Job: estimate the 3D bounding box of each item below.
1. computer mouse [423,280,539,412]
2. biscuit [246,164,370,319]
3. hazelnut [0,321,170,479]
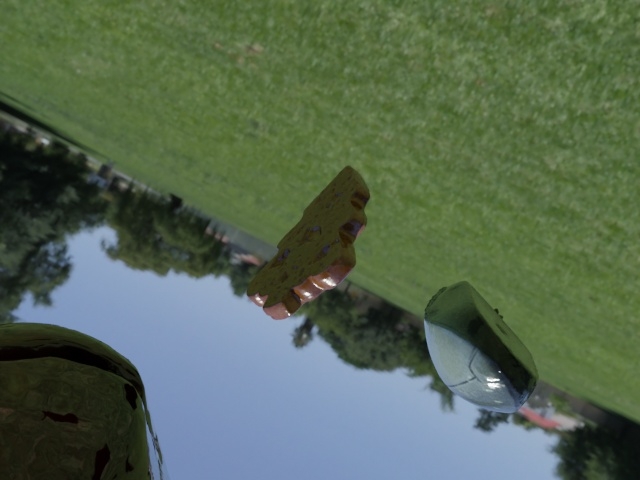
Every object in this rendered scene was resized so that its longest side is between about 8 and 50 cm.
[{"bbox_3d":[0.137,0.098,0.770,0.113,0.068,0.229,50,-170,3],"label":"computer mouse"},{"bbox_3d":[0.000,0.000,1.408,0.043,0.306,0.284,39,151,-21],"label":"biscuit"},{"bbox_3d":[-0.347,0.318,0.996,0.402,0.402,0.429,27,138,25],"label":"hazelnut"}]
